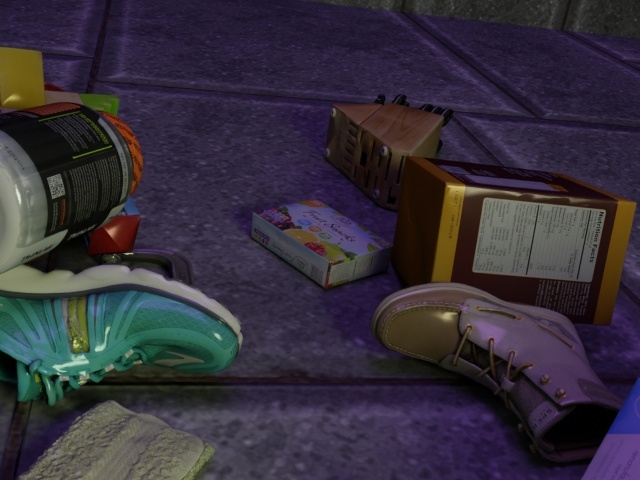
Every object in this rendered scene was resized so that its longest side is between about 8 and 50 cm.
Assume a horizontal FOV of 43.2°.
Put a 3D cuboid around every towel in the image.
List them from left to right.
[{"bbox_3d":[-0.149,0.167,0.563,0.110,0.027,0.148,15,26,13],"label":"towel"}]

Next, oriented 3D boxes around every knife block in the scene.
[{"bbox_3d":[0.142,-0.146,1.225,0.242,0.088,0.275,-5,29,-25],"label":"knife block"}]

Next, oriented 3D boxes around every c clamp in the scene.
[{"bbox_3d":[-0.190,0.044,0.806,0.137,0.022,0.160,4,27,-10],"label":"c clamp"}]

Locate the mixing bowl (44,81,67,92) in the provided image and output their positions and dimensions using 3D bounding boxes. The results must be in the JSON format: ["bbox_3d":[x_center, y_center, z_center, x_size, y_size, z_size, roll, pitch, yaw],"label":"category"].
[{"bbox_3d":[-0.408,-0.137,1.017,0.181,0.098,0.181,7,26,-3],"label":"mixing bowl"}]

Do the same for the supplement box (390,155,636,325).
[{"bbox_3d":[0.195,-0.006,0.870,0.194,0.129,0.191,6,13,-7],"label":"supplement box"}]

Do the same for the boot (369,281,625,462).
[{"bbox_3d":[0.159,0.114,0.711,0.213,0.077,0.165,11,25,-14],"label":"boot"}]

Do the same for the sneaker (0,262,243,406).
[{"bbox_3d":[-0.202,0.088,0.660,0.275,0.107,0.110,3,45,-1],"label":"sneaker"}]

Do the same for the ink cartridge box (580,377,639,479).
[{"bbox_3d":[0.289,0.188,0.575,0.180,0.060,0.104,25,64,31],"label":"ink cartridge box"}]

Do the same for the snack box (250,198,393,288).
[{"bbox_3d":[0.000,0.000,0.940,0.100,0.037,0.141,-13,33,-40],"label":"snack box"}]

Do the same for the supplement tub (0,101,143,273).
[{"bbox_3d":[-0.233,-0.050,0.666,0.117,0.117,0.190,16,20,14],"label":"supplement tub"}]

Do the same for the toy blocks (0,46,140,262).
[{"bbox_3d":[-0.358,-0.050,0.804,0.381,0.191,0.261,-2,40,-33],"label":"toy blocks"}]
